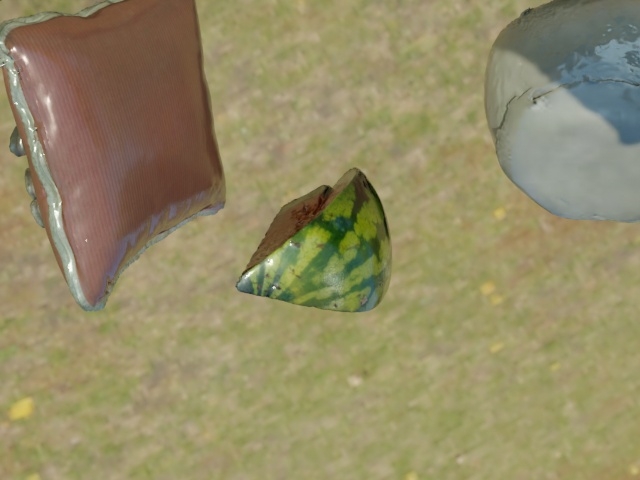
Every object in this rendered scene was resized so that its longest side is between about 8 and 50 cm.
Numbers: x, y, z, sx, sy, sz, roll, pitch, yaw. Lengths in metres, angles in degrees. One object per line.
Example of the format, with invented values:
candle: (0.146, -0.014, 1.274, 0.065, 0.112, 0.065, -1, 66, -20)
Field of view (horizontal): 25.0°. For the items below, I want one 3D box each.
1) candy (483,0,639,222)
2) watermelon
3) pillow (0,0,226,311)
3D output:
candy: (0.315, -0.150, 1.543, 0.296, 0.185, 0.295, 7, 133, 7)
watermelon: (0.009, -0.010, 0.886, 0.163, 0.087, 0.069, -69, 176, -70)
pillow: (-0.122, -0.068, 0.868, 0.075, 0.171, 0.179, 0, -158, 28)
